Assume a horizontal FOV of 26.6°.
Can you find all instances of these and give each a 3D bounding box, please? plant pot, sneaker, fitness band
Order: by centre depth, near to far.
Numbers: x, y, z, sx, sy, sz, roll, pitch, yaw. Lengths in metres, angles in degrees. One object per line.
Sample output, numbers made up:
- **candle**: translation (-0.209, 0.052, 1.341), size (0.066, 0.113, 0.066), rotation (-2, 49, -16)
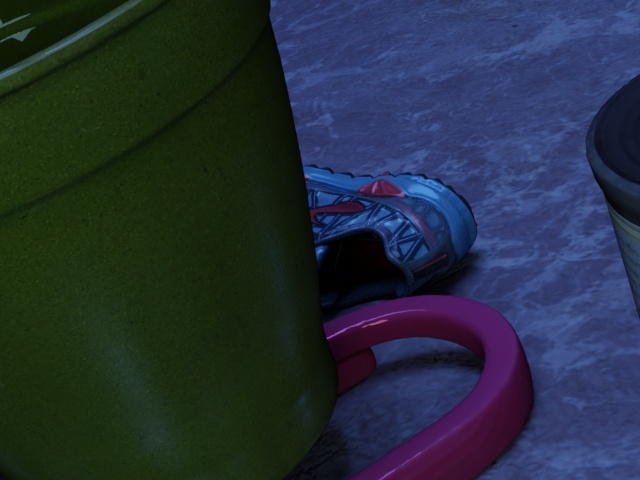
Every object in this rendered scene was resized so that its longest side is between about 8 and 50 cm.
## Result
- **plant pot**: translation (-0.155, -0.002, 0.891), size (0.366, 0.353, 0.366), rotation (-17, 29, 10)
- **fitness band**: translation (0.014, 0.134, 0.963), size (0.290, 0.054, 0.209), rotation (-31, 26, -18)
- **sneaker**: translation (0.000, 0.000, 1.194), size (0.261, 0.104, 0.125), rotation (-2, 33, 38)

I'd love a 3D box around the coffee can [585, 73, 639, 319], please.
- **coffee can**: translation (0.262, 0.048, 0.664), size (0.201, 0.275, 0.201), rotation (-17, 24, 8)
